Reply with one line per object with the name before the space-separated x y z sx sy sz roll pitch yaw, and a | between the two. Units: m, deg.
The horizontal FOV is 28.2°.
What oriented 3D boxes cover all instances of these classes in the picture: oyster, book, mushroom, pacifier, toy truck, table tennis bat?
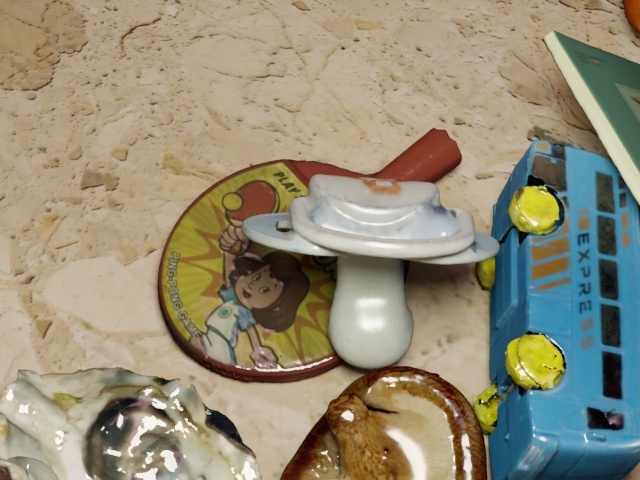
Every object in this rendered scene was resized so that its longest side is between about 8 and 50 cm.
oyster | -0.185 0.243 1.274 0.351 0.115 0.238 32 38 5
book | 0.415 -0.076 1.469 0.264 0.031 0.379 11 46 -44
mushroom | 0.067 0.246 1.290 0.194 0.138 0.231 45 77 7
pacifier | 0.051 0.039 1.364 0.279 0.207 0.227 4 14 -2
toy truck | 0.261 0.082 1.380 0.162 0.161 0.385 11 57 -7
table tennis bat | 0.000 0.000 1.481 0.414 0.051 0.268 -36 69 -20

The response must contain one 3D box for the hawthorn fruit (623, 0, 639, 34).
hawthorn fruit | 0.483 -0.332 1.640 0.189 0.189 0.189 1 58 -2
